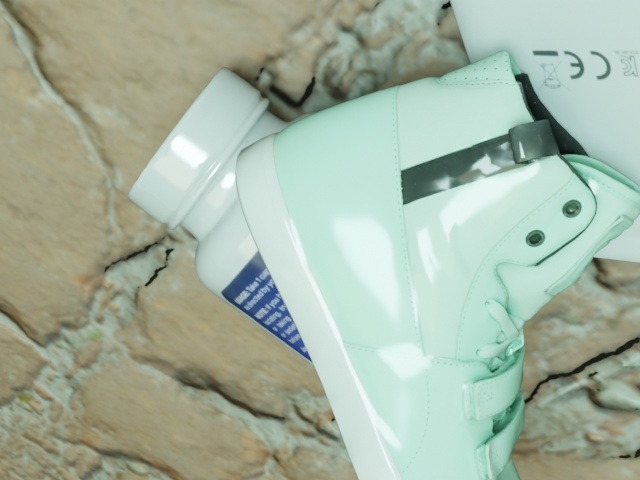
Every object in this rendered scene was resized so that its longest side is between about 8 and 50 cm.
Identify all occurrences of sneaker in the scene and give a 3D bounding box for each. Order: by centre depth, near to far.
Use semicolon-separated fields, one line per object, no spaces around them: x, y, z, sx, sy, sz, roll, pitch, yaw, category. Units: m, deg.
0.083;0.047;0.509;0.151;0.094;0.256;-23;101;18;sneaker

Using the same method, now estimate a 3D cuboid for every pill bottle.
0.000;0.000;0.615;0.186;0.112;0.112;37;137;-7;pill bottle

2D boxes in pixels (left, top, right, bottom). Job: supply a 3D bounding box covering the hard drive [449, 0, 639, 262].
0.139;-0.133;0.432;0.233;0.047;0.353;8;135;40;hard drive
